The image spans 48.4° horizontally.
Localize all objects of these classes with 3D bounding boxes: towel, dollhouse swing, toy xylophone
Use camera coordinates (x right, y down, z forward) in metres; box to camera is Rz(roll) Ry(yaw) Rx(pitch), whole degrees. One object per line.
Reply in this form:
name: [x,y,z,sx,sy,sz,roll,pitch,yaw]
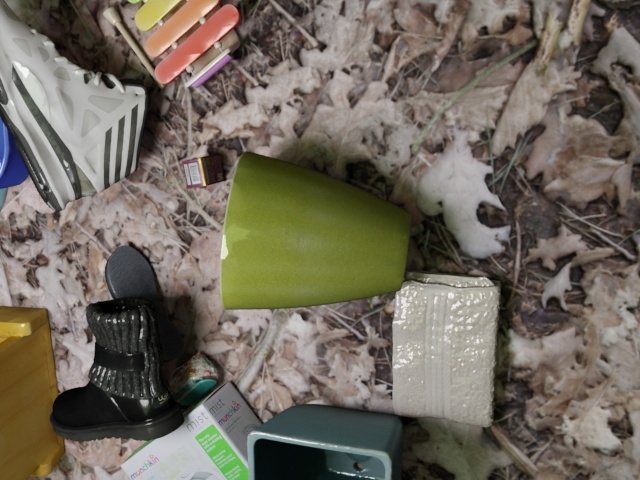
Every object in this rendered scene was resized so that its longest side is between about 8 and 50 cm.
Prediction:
towel: [0.224,0.194,1.273,0.187,0.049,0.283,3,102,20]
dollhouse swing: [-0.727,0.349,1.510,0.315,0.305,0.347,1,102,19]
toy xylophone: [-0.287,-0.419,1.316,0.236,0.081,0.323,-41,85,22]

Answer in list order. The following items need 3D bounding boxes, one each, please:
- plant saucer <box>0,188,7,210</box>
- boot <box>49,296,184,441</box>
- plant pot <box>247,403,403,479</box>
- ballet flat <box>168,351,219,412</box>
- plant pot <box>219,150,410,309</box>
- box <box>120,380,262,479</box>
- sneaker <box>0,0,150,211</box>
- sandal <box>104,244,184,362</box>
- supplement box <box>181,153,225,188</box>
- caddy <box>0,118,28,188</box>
plant saucer: [-0.836,-0.164,1.587,0.317,0.043,0.318,4,102,18]
boot: [-0.424,0.245,1.391,0.347,0.131,0.260,-9,103,30]
plant pot: [0.035,0.418,1.275,0.247,0.252,0.247,4,103,19]
ballet flat: [-0.303,0.318,1.481,0.241,0.091,0.077,-39,56,18]
plant pot: [0.000,0.000,1.224,0.293,0.275,0.275,7,103,2]
box: [-0.227,0.458,1.449,0.262,0.127,0.231,-38,88,23]
sneaker: [-0.481,-0.303,1.338,0.169,0.257,0.448,-7,108,64]
sandal: [-0.371,0.135,1.457,0.054,0.097,0.255,-23,92,49]
supplement box: [-0.220,-0.132,1.348,0.043,0.083,0.055,-7,98,21]
caddy: [-0.720,-0.242,1.425,0.241,0.179,0.342,-2,94,7]
